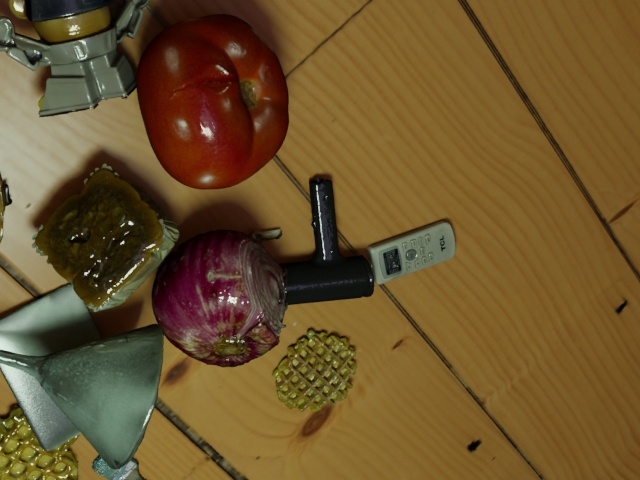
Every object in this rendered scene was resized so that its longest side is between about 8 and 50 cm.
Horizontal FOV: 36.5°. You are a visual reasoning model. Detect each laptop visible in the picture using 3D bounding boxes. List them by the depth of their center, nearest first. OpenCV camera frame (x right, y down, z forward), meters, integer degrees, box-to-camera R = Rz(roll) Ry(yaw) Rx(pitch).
[{"bbox_3d":[-0.483,0.235,1.796,0.188,0.015,0.269,-29,108,-21],"label":"laptop"}]

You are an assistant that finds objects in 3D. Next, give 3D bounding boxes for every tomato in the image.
[{"bbox_3d":[-0.189,-0.230,1.652,0.299,0.226,0.298,22,63,-51],"label":"tomato"}]

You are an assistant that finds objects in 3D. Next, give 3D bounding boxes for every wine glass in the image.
[{"bbox_3d":[-0.492,0.208,1.643,0.406,0.267,0.267,22,99,-24],"label":"wine glass"}]

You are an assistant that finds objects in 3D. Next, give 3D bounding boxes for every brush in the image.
[{"bbox_3d":[-0.372,0.481,1.964,0.070,0.021,0.196,-47,120,-2],"label":"brush"}]

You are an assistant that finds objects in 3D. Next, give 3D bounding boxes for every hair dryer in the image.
[{"bbox_3d":[0.000,0.000,1.916,0.197,0.089,0.251,-6,101,-18],"label":"hair dryer"}]

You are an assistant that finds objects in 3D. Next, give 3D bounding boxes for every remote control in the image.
[{"bbox_3d":[0.193,0.023,2.019,0.190,0.029,0.087,-18,115,-15],"label":"remote control"}]

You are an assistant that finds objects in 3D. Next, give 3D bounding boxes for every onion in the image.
[{"bbox_3d":[-0.192,0.098,1.769,0.230,0.272,0.256,32,108,-35],"label":"onion"}]

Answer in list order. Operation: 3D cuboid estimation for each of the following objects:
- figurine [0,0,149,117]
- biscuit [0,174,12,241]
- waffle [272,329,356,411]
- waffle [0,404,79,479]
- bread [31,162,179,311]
[{"bbox_3d":[-0.400,-0.357,1.581,0.308,0.143,0.308,-21,116,-52],"label":"figurine"},{"bbox_3d":[-0.607,-0.063,1.618,0.203,0.041,0.260,-12,110,-54],"label":"biscuit"},{"bbox_3d":[-0.008,0.276,2.024,0.191,0.038,0.191,-7,111,-20],"label":"waffle"},{"bbox_3d":[-0.546,0.426,1.853,0.249,0.056,0.253,-25,113,-12],"label":"waffle"},{"bbox_3d":[-0.374,-0.004,1.697,0.210,0.110,0.192,-44,83,-1],"label":"bread"}]
